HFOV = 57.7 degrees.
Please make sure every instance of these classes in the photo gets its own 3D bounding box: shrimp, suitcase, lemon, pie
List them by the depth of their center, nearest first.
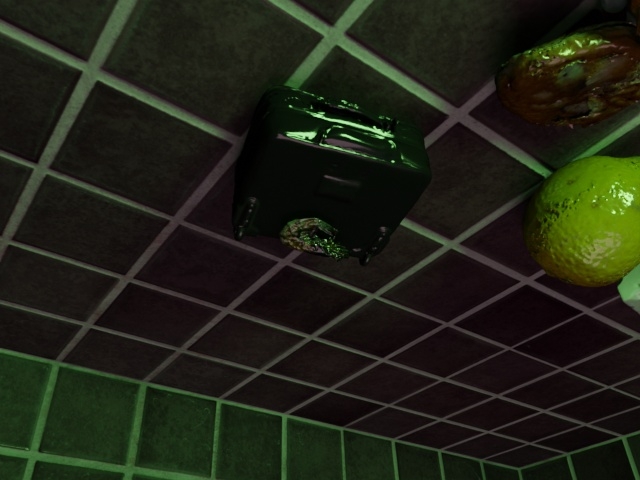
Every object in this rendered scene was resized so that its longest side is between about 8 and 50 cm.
[{"bbox_3d":[0.452,-0.284,1.012,0.308,0.085,0.308,-5,161,-2],"label":"pie"},{"bbox_3d":[0.000,0.000,1.143,0.161,0.034,0.091,19,133,-23],"label":"shrimp"},{"bbox_3d":[0.014,-0.125,1.146,0.345,0.188,0.339,13,142,-17],"label":"suitcase"},{"bbox_3d":[0.576,-0.046,1.231,0.258,0.258,0.310,25,112,-31],"label":"lemon"}]

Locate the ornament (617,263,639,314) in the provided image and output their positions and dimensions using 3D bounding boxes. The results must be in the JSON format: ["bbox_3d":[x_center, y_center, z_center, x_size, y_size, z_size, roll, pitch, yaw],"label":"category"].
[{"bbox_3d":[0.826,0.035,1.356,0.239,0.240,0.240,27,134,-33],"label":"ornament"}]

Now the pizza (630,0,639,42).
[{"bbox_3d":[0.516,-0.383,0.844,0.335,0.086,0.226,9,110,-39],"label":"pizza"}]

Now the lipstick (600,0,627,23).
[{"bbox_3d":[0.435,-0.425,0.871,0.061,0.068,0.274,-17,147,21],"label":"lipstick"}]
